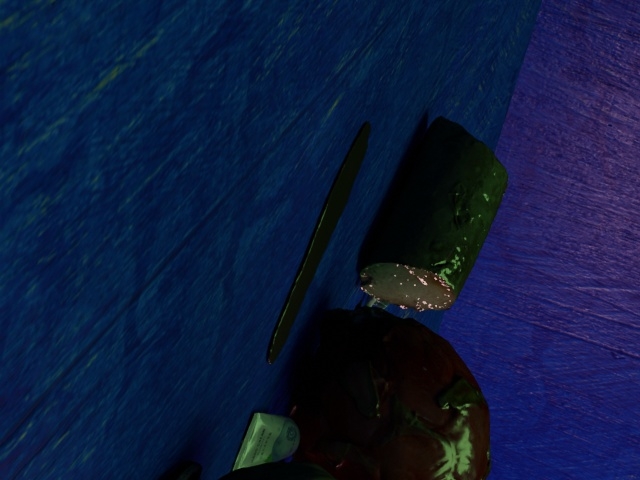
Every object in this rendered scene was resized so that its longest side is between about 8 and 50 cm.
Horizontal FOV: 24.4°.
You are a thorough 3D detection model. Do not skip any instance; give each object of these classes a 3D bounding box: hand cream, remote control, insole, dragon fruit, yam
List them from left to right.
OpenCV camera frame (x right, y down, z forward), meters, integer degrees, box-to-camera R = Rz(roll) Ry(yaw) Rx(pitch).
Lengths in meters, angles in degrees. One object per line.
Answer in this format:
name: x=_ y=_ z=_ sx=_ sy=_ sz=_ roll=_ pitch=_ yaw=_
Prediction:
remote control: x=-0.161 y=0.265 z=1.449 sx=0.059 sy=0.028 sz=0.212 roll=-67 pitch=170 yaw=11
hand cream: x=-0.066 y=0.253 z=1.879 sx=0.142 sy=0.053 sz=0.084 roll=5 pitch=106 yaw=-69
insole: x=0.000 y=0.000 z=1.819 sx=0.111 sy=0.007 sz=0.328 roll=68 pitch=44 yaw=-73
dragon fruit: x=0.094 y=0.255 z=1.999 sx=0.277 sy=0.277 sz=0.342 roll=7 pitch=87 yaw=-79
yam: x=0.181 y=-0.039 z=2.266 sx=0.168 sy=0.168 sz=0.304 roll=92 pitch=23 yaw=-61

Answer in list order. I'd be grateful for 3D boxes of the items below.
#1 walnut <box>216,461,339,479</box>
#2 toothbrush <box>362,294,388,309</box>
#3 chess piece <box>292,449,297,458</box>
walnut: x=-0.041 y=0.378 z=1.537 sx=0.277 sy=0.282 sz=0.253 roll=-46 pitch=163 yaw=-22
toothbrush: x=0.026 y=0.221 z=2.336 sx=0.386 sy=0.040 sz=0.040 roll=-63 pitch=168 yaw=-15
chess piece: x=-0.017 y=0.407 z=2.178 sx=0.299 sy=0.167 sz=0.167 roll=-59 pitch=168 yaw=-13
